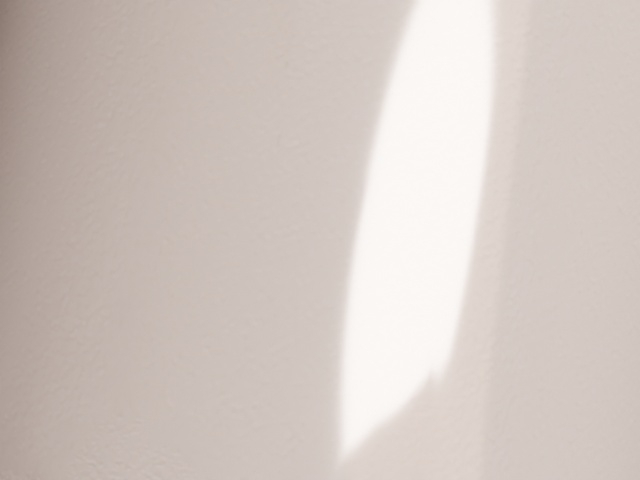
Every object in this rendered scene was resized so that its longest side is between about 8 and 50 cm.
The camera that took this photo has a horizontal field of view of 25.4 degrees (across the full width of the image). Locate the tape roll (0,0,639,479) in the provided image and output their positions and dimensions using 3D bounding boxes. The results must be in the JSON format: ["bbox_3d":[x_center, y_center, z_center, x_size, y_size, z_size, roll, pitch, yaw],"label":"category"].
[{"bbox_3d":[0.000,0.000,0.442,0.246,0.246,0.169,13,83,-34],"label":"tape roll"}]
